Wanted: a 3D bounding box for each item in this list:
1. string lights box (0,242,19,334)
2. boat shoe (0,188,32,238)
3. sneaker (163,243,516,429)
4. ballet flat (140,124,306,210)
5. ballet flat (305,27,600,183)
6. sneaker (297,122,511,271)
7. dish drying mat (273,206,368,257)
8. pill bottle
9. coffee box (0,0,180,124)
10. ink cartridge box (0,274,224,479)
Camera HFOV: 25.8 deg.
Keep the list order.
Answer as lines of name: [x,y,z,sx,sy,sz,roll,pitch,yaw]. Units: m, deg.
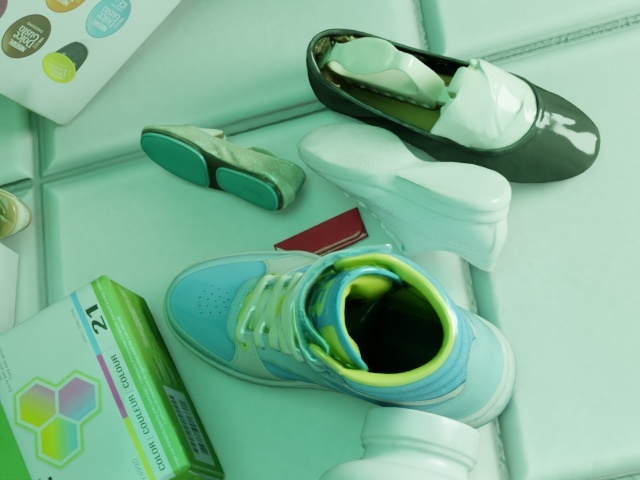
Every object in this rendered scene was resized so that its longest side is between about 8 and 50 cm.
string lights box: [-0.422,0.076,1.321,0.259,0.077,0.133,-7,68,16]
boat shoe: [-0.359,-0.031,1.355,0.170,0.059,0.063,14,93,17]
sneaker: [-0.012,0.053,1.116,0.319,0.208,0.127,10,76,22]
ballet flat: [-0.088,-0.073,1.291,0.168,0.057,0.052,25,51,22]
ballet flat: [0.103,-0.120,1.211,0.280,0.096,0.095,18,77,24]
sneaker: [0.065,-0.032,1.201,0.212,0.094,0.080,25,43,34]
dish drying mat: [0.000,0.000,1.247,0.083,0.008,0.032,-25,63,8]
pill bottle: [0.052,0.264,1.046,0.146,0.146,0.264,7,72,21]
coffee box: [-0.308,-0.371,1.293,0.334,0.337,0.338,-46,62,7]
ink cartridge box: [-0.239,0.178,1.197,0.255,0.097,0.189,-29,70,5]
